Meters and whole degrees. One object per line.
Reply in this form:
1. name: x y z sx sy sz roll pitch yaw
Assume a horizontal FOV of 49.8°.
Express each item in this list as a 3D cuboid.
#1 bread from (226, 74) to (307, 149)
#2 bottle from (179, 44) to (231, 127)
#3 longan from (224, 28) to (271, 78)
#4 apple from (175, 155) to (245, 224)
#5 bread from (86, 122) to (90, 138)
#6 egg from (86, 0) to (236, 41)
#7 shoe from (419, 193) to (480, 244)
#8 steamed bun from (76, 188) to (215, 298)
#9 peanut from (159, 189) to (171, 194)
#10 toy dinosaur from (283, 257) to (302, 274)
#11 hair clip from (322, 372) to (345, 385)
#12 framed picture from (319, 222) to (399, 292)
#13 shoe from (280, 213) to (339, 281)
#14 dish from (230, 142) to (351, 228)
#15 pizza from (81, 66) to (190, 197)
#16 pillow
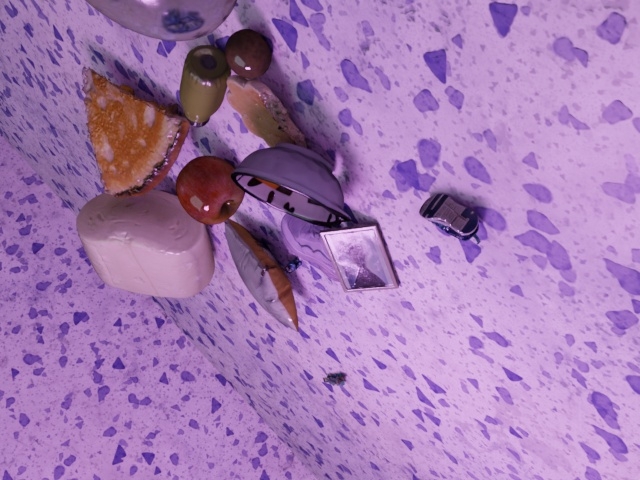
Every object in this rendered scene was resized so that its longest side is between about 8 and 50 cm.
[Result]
1. bread: -0.132 -0.290 1.603 0.182 0.039 0.251 23 158 44
2. bottle: -0.292 -0.368 1.704 0.112 0.112 0.260 47 155 3
3. longan: -0.153 -0.399 1.475 0.106 0.106 0.119 52 -164 -7
4. apple: -0.314 -0.146 1.959 0.174 0.188 0.188 46 155 23
5. bread: -0.658 -0.314 2.318 0.260 0.147 0.160 57 161 -18
6. egg: -0.306 -0.550 1.207 0.345 0.345 0.428 17 145 47
7. shoe: 0.258 -0.043 1.370 0.143 0.064 0.071 31 168 42
8. steamed bun: -0.600 -0.011 2.437 0.456 0.289 0.371 10 146 7
9. peanut: -0.560 -0.161 2.493 0.083 0.037 0.037 30 149 38
10. toy dinosaur: -0.086 0.079 2.076 0.030 0.047 0.083 50 156 0
11. hair clip: 0.053 0.497 2.449 0.049 0.049 0.173 51 159 -5
12. framed picture: 0.098 0.047 1.701 0.150 0.015 0.203 -6 127 22
13. shoe: 0.000 0.000 1.794 0.245 0.095 0.137 39 150 10
14. dish: -0.055 -0.139 1.588 0.303 0.120 0.303 21 170 4
15. pizza: -0.583 -0.287 2.120 0.435 0.080 0.391 30 123 26
16. pillow: -0.182 0.107 2.148 0.310 0.119 0.312 42 160 45
